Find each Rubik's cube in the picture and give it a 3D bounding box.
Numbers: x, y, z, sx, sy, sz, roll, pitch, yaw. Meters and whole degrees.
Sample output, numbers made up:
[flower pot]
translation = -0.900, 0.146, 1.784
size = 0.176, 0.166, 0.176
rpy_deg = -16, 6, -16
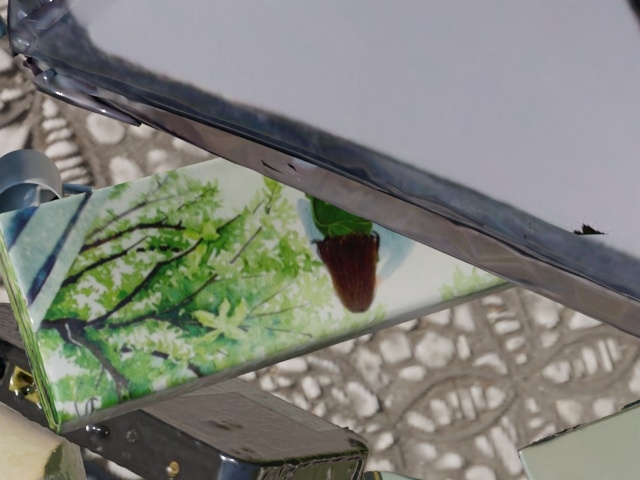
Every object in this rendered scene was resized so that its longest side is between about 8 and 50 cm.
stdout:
[Rubik's cube]
translation = 0.099, -0.182, 0.434
size = 0.310, 0.307, 0.305
rpy_deg = 24, 37, 19

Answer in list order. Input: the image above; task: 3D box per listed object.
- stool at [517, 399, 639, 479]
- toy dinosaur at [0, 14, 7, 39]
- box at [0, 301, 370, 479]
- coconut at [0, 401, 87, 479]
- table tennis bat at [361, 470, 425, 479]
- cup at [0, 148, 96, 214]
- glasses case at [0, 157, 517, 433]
[stool]
translation = 0.343, 0.181, 1.100
size = 0.243, 0.269, 0.170
rpy_deg = -5, 72, -58
[toy dinosaur]
translation = -0.198, -0.200, 0.713
size = 0.248, 0.075, 0.188
rpy_deg = -65, 143, -62
[box]
translation = -0.146, 0.130, 1.143
size = 0.211, 0.350, 0.058
rpy_deg = 9, 101, -60
[coconut]
translation = -0.329, 0.269, 1.335
size = 0.244, 0.239, 0.239
rpy_deg = 23, 60, 7
[table tennis bat]
translation = 0.027, 0.290, 1.346
size = 0.301, 0.022, 0.173
rpy_deg = 17, 52, 8
[cup]
translation = -0.363, -0.044, 1.794
size = 0.136, 0.133, 0.099
rpy_deg = 27, 103, -23
[glasses case]
translation = 0.000, 0.000, 0.620
size = 0.272, 0.062, 0.095
rpy_deg = -17, 84, -18
